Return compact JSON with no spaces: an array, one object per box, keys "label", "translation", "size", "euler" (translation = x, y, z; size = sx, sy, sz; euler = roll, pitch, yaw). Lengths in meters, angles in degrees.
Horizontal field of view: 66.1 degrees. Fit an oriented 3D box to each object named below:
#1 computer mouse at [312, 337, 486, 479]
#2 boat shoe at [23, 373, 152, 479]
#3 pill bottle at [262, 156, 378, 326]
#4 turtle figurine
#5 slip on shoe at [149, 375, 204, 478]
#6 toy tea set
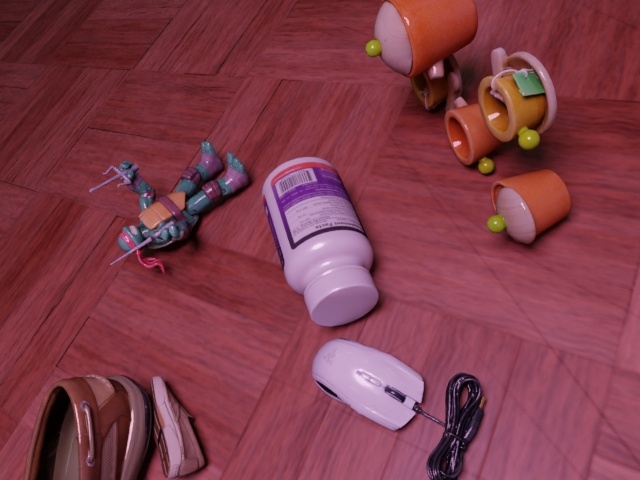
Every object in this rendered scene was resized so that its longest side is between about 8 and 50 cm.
[{"label":"computer mouse","translation":[0.065,0.155,0.506],"size":[0.193,0.042,0.106],"euler":[19,70,32]},{"label":"boat shoe","translation":[-0.266,0.299,0.501],"size":[0.122,0.120,0.324],"euler":[-12,63,19]},{"label":"pill bottle","translation":[0.000,0.000,0.593],"size":[0.108,0.108,0.193],"euler":[-25,53,7]},{"label":"turtle figurine","translation":[-0.227,-0.052,0.723],"size":[0.175,0.118,0.234],"euler":[39,64,22]},{"label":"slip on shoe","translation":[-0.172,0.214,0.578],"size":[0.135,0.041,0.051],"euler":[45,125,50]},{"label":"toy tea set","translation":[0.152,-0.145,0.565],"size":[0.124,0.200,0.336],"euler":[-23,58,-2]}]
